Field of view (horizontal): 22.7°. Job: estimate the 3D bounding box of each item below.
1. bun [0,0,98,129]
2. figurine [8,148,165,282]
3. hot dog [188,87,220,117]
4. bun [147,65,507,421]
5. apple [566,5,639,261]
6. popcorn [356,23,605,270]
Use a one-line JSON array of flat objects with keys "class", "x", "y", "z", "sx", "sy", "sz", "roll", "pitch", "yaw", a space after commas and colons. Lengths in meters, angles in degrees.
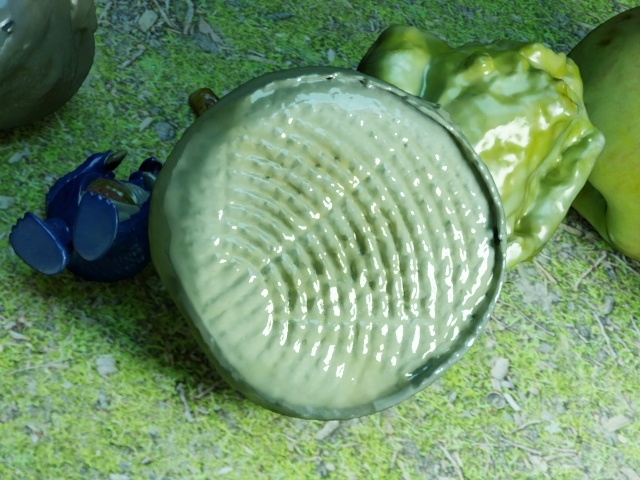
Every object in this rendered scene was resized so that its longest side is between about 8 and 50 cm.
[{"class": "bun", "x": -0.367, "y": -0.263, "z": 1.779, "sx": 0.281, "sy": 0.205, "sz": 0.282, "roll": 22, "pitch": 47, "yaw": -25}, {"class": "figurine", "x": -0.216, "y": -0.025, "z": 1.711, "sx": 0.164, "sy": 0.121, "sz": 0.262, "roll": 1, "pitch": 19, "yaw": 32}, {"class": "hot dog", "x": -0.116, "y": -0.138, "z": 1.940, "sx": 0.044, "sy": 0.028, "sz": 0.137, "roll": -19, "pitch": 58, "yaw": -32}, {"class": "bun", "x": 0.003, "y": 0.000, "z": 1.649, "sx": 0.364, "sy": 0.364, "sz": 0.202, "roll": 19, "pitch": 4, "yaw": -8}, {"class": "apple", "x": 0.441, "y": -0.124, "z": 1.987, "sx": 0.305, "sy": 0.338, "sz": 0.338, "roll": -24, "pitch": 58, "yaw": -15}, {"class": "popcorn", "x": 0.167, "y": -0.104, "z": 1.849, "sx": 0.312, "sy": 0.312, "sz": 0.312, "roll": 14, "pitch": 41, "yaw": -13}]
